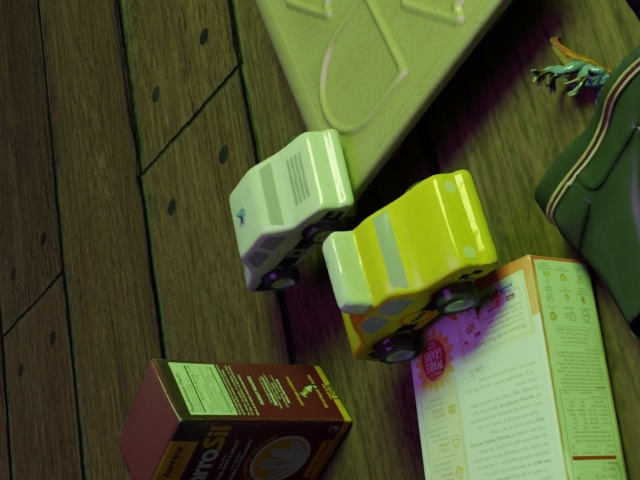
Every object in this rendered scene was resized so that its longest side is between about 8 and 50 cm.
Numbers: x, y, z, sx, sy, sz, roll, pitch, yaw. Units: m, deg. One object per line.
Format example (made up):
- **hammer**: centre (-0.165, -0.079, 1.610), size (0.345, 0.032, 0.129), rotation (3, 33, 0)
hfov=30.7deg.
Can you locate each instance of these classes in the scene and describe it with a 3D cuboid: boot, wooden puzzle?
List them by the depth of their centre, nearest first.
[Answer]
- **boot**: centre (0.237, -0.041, 0.780), size (0.137, 0.077, 0.198), rotation (64, 147, 32)
- **wooden puzzle**: centre (0.065, -0.244, 1.059), size (0.348, 0.080, 0.322), rotation (-57, 42, 41)

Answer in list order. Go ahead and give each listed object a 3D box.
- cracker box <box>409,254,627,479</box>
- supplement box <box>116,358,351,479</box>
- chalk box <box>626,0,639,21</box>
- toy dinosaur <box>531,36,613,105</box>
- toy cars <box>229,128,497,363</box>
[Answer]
- **cracker box**: centre (0.146, 0.144, 0.876), size (0.156, 0.067, 0.232), rotation (-29, 60, 52)
- **supplement box**: centre (-0.081, 0.177, 1.094), size (0.081, 0.188, 0.104), rotation (56, 129, 43)
- **chalk box**: centre (0.306, -0.092, 0.542), size (0.180, 0.289, 0.179), rotation (8, 58, 54)
- **toy dinosaur**: centre (0.201, -0.126, 0.868), size (0.082, 0.047, 0.090), rotation (-5, 69, 37)
- **toy cars**: centre (0.000, 0.000, 0.983), size (0.394, 0.087, 0.176), rotation (26, 112, 59)
